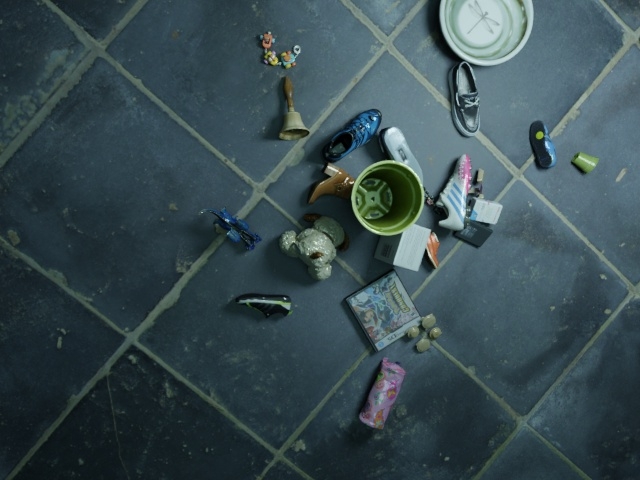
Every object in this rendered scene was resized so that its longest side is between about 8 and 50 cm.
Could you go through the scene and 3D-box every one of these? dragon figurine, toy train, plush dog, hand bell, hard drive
[{"bbox_3d":[-0.336,-0.052,1.729,0.144,0.289,0.085,37,87,29],"label":"dragon figurine"},{"bbox_3d":[-0.166,-0.755,1.770,0.166,0.046,0.125,15,93,-8],"label":"toy train"},{"bbox_3d":[0.000,0.000,1.797,0.262,0.210,0.225,40,63,-10],"label":"plush dog"},{"bbox_3d":[-0.118,-0.537,1.778,0.126,0.126,0.242,-6,83,-7],"label":"hand bell"},{"bbox_3d":[0.657,-0.034,1.922,0.135,0.022,0.094,24,122,-8],"label":"hard drive"},{"bbox_3d":[0.470,-0.169,1.908,0.036,0.027,0.158,-40,99,8],"label":"toy train"}]

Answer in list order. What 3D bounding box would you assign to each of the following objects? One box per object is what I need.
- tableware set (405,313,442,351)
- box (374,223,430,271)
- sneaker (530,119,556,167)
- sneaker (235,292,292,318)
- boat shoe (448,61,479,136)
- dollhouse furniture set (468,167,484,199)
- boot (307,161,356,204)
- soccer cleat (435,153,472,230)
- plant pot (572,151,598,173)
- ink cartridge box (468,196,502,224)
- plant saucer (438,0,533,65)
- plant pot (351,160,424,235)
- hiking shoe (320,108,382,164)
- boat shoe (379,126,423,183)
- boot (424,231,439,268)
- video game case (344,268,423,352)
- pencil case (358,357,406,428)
[{"bbox_3d":[0.454,0.402,1.935,0.141,0.020,0.169,-36,117,-3],"label":"tableware set"},{"bbox_3d":[0.330,0.015,1.819,0.119,0.181,0.182,17,92,-21],"label":"box"},{"bbox_3d":[0.973,-0.418,1.939,0.082,0.069,0.210,-13,87,-39],"label":"sneaker"},{"bbox_3d":[-0.231,0.273,1.825,0.234,0.084,0.097,4,95,-7],"label":"sneaker"},{"bbox_3d":[0.610,-0.585,1.852,0.108,0.102,0.302,-11,96,-6],"label":"boat shoe"},{"bbox_3d":[0.665,-0.246,1.935,0.081,0.091,0.114,4,67,32],"label":"dollhouse furniture set"},{"bbox_3d":[0.046,-0.204,1.832,0.152,0.073,0.197,28,104,-21],"label":"boot"},{"bbox_3d":[0.555,-0.205,1.860,0.143,0.116,0.332,2,76,18],"label":"soccer cleat"},{"bbox_3d":[1.155,-0.347,1.958,0.079,0.083,0.083,31,90,3],"label":"plant pot"},{"bbox_3d":[0.703,-0.127,1.917,0.122,0.052,0.089,12,111,-7],"label":"ink cartridge box"},{"bbox_3d":[0.664,-0.911,1.835,0.400,0.100,0.401,0,94,-7],"label":"plant saucer"},{"bbox_3d":[0.234,-0.167,1.763,0.275,0.254,0.276,-1,96,-7],"label":"plant pot"},{"bbox_3d":[0.138,-0.417,1.792,0.304,0.132,0.113,-43,98,-2],"label":"hiking shoe"},{"bbox_3d":[0.321,-0.319,1.835,0.113,0.105,0.306,-35,108,-7],"label":"boat shoe"},{"bbox_3d":[0.484,0.043,1.912,0.084,0.059,0.158,-24,96,-10],"label":"boot"},{"bbox_3d":[0.276,0.301,1.916,0.248,0.035,0.275,-31,98,-4],"label":"video game case"},{"bbox_3d":[0.265,0.653,1.906,0.124,0.124,0.284,22,91,-8],"label":"pencil case"}]
